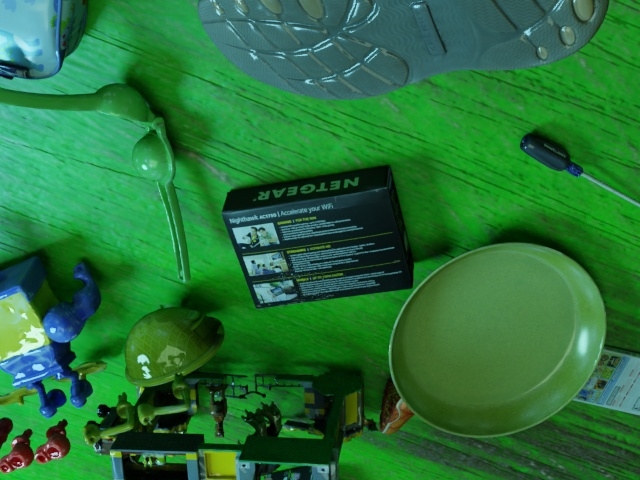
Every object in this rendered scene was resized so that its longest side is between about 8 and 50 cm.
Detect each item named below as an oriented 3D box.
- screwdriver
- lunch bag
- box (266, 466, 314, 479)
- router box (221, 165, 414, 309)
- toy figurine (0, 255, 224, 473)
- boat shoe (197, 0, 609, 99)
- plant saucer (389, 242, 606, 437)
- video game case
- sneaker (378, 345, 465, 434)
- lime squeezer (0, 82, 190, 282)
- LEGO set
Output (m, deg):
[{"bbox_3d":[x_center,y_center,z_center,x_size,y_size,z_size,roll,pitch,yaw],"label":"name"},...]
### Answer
[{"bbox_3d":[0.269,-0.060,0.918,0.169,0.025,0.024,28,125,-13],"label":"screwdriver"},{"bbox_3d":[-0.291,-0.256,0.804,0.176,0.090,0.219,17,126,-2],"label":"lunch bag"},{"bbox_3d":[-0.026,0.342,1.239,0.083,0.052,0.062,-16,124,20],"label":"box"},{"bbox_3d":[0.000,0.000,0.983,0.178,0.046,0.133,-8,125,13],"label":"router box"},{"bbox_3d":[-0.317,0.105,1.021,0.362,0.191,0.217,-20,110,17],"label":"toy figurine"},{"bbox_3d":[0.065,-0.207,0.773,0.355,0.130,0.132,3,139,27],"label":"boat shoe"},{"bbox_3d":[0.189,0.105,1.010,0.240,0.037,0.241,-3,115,-7],"label":"plant saucer"},{"bbox_3d":[0.334,0.160,1.082,0.122,0.011,0.087,13,128,-3],"label":"video game case"},{"bbox_3d":[0.120,0.175,1.090,0.067,0.064,0.175,21,128,-15],"label":"sneaker"},{"bbox_3d":[-0.188,-0.081,0.912,0.058,0.110,0.310,2,148,36],"label":"lime squeezer"},{"bbox_3d":[-0.093,0.280,1.078,0.331,0.255,0.192,-2,110,0],"label":"LEGO set"}]
